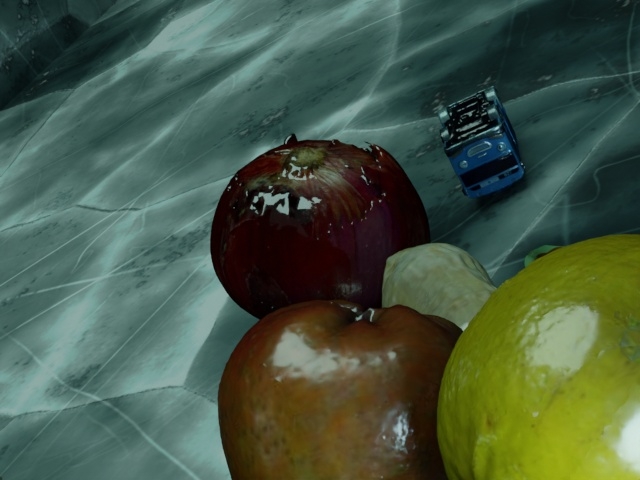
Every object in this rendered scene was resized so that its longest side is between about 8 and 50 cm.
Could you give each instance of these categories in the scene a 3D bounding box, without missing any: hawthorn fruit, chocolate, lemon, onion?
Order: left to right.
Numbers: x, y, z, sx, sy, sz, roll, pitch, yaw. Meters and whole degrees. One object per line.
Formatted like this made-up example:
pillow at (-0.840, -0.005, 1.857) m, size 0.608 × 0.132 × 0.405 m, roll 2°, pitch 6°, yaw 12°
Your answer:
onion at (0.000, 0.000, 2.029) m, size 0.276 × 0.276 × 0.276 m, roll -26°, pitch 23°, yaw 12°
hawthorn fruit at (0.031, 0.205, 1.568) m, size 0.277 × 0.277 × 0.298 m, roll 3°, pitch 76°, yaw 54°
chocolate at (0.152, 0.090, 1.799) m, size 0.134 × 0.134 × 0.309 m, roll -33°, pitch 26°, yaw -5°
lemon at (0.244, 0.140, 1.378) m, size 0.297 × 0.297 × 0.297 m, roll -26°, pitch 23°, yaw 12°

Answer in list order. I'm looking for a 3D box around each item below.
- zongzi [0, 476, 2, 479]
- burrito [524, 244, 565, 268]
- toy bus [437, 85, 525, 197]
zongzi at (-0.331, 0.383, 1.857) m, size 0.241 × 0.111 × 0.247 m, roll 2°, pitch 30°, yaw 24°
burrito at (0.283, 0.061, 1.683) m, size 0.104 × 0.054 × 0.288 m, roll -29°, pitch 21°, yaw 6°
toy bus at (0.217, -0.131, 2.189) m, size 0.090 × 0.106 × 0.184 m, roll -22°, pitch 19°, yaw 12°
